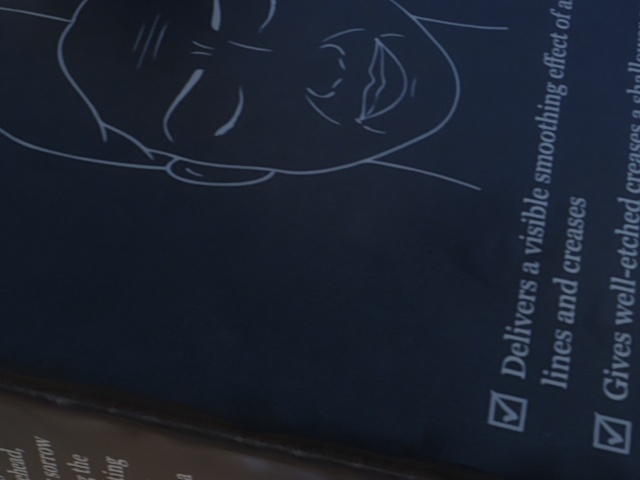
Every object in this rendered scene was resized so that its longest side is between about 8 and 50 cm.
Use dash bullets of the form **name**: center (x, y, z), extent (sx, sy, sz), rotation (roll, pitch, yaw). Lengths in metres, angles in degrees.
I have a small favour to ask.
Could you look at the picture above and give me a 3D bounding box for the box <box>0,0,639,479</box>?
- **box**: center (0.000, 0.000, 0.508), extent (0.395, 0.294, 0.212), rotation (13, -35, 4)
